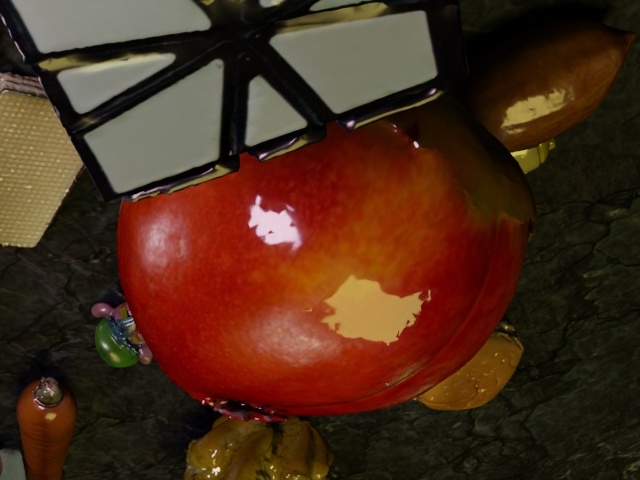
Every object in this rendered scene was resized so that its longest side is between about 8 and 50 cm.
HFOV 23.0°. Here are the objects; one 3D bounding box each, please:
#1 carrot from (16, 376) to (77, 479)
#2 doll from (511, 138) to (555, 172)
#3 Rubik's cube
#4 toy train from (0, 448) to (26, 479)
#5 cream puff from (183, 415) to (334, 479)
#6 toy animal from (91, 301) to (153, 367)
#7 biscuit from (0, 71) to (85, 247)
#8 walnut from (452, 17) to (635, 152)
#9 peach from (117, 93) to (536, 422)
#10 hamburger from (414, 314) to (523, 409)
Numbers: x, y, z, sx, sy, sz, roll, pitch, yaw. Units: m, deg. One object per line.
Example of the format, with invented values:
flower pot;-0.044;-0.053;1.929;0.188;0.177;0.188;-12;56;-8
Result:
carrot;-0.324;0.241;1.844;0.069;0.069;0.336;-8;151;-17
doll;0.161;-0.086;1.610;0.162;0.062;0.106;-21;148;0
Rubik's cube;-0.082;-0.238;1.069;0.288;0.283;0.293;-19;150;-2
toy train;-0.484;0.300;1.756;0.326;0.159;0.129;11;134;-36
cream puff;-0.069;0.297;1.964;0.221;0.195;0.195;24;128;-31
toy animal;-0.154;0.067;1.637;0.208;0.100;0.103;-22;-173;26
biscuit;-0.276;-0.071;1.432;0.121;0.040;0.199;10;135;-33
walnut;0.210;-0.151;1.509;0.207;0.116;0.116;-29;146;2
peach;0.000;0.000;1.403;0.370;0.370;0.370;-13;146;-9
hamburger;0.172;0.148;1.936;0.138;0.083;0.147;3;138;-24
